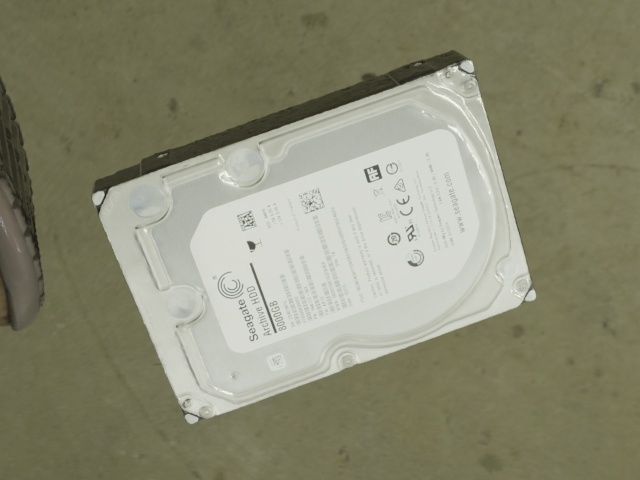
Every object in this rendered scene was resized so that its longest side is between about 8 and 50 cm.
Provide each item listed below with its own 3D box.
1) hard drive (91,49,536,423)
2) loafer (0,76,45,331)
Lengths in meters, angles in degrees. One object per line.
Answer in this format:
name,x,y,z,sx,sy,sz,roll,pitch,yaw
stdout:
hard drive,0.000,0.000,0.946,0.338,0.064,0.237,-19,110,-1
loafer,-0.248,-0.088,0.549,0.130,0.134,0.366,-20,129,-4
